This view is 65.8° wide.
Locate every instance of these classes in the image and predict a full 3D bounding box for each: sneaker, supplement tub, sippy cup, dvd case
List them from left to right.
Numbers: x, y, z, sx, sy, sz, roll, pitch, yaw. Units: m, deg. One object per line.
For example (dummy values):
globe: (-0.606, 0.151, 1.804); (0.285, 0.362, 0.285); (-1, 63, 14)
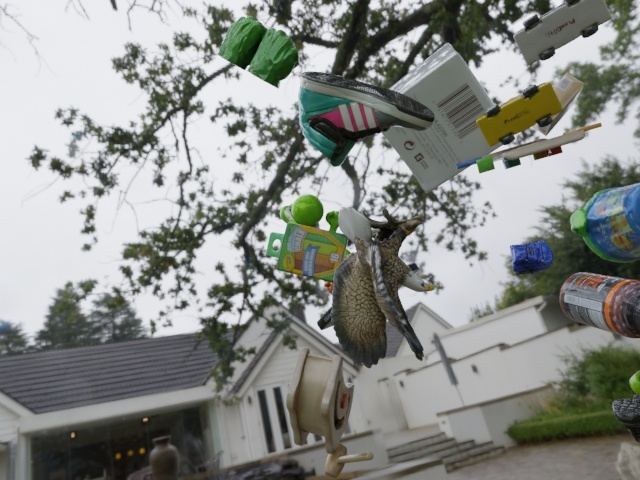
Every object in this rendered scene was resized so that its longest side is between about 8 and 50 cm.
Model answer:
sneaker: (0.082, -0.241, 1.077); (0.295, 0.124, 0.178); (18, -58, 7)
dvd case: (0.121, 0.138, 1.236); (0.238, 0.029, 0.179); (-13, -29, -41)
supplement tub: (0.548, 0.119, 0.916); (0.106, 0.106, 0.198); (-10, 4, -10)
sippy cup: (0.909, -0.064, 1.418); (0.305, 0.240, 0.224); (-36, -11, -2)
sneaker: (0.873, 0.492, 1.325); (0.283, 0.124, 0.107); (10, -11, -41)

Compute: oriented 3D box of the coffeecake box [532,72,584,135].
coffeecake box: (0.762, -0.435, 1.604); (0.142, 0.068, 0.185); (-51, -17, 9)

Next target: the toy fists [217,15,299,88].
toy fists: (-0.170, -0.540, 1.405); (0.096, 0.279, 0.142); (13, -69, -55)

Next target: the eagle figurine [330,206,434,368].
eagle figurine: (0.126, 0.089, 1.001); (0.225, 0.298, 0.226); (8, -25, 24)

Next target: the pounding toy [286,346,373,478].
pounding toy: (0.040, 0.315, 0.932); (0.155, 0.154, 0.269); (8, -50, 17)

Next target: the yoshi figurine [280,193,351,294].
yoshi figurine: (0.000, -0.011, 1.636); (0.203, 0.362, 0.203); (-44, -18, 11)

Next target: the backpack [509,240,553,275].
backpack: (0.660, 0.053, 1.545); (0.120, 0.098, 0.101); (-9, -19, 25)

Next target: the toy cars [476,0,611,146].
toy cars: (0.516, -0.404, 1.180); (0.176, 0.087, 0.394); (20, -59, 5)

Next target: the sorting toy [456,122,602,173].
sorting toy: (0.501, -0.208, 1.176); (0.347, 0.047, 0.196); (-17, 6, 3)

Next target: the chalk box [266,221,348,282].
chalk box: (-0.040, 0.028, 1.330); (0.213, 0.132, 0.132); (11, -1, 3)

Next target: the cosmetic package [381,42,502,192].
cosmetic package: (0.407, -0.432, 1.708); (0.327, 0.329, 0.394); (-34, 15, 23)

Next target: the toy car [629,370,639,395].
toy car: (0.688, 0.289, 0.887); (0.149, 0.188, 0.155); (0, -44, -6)
